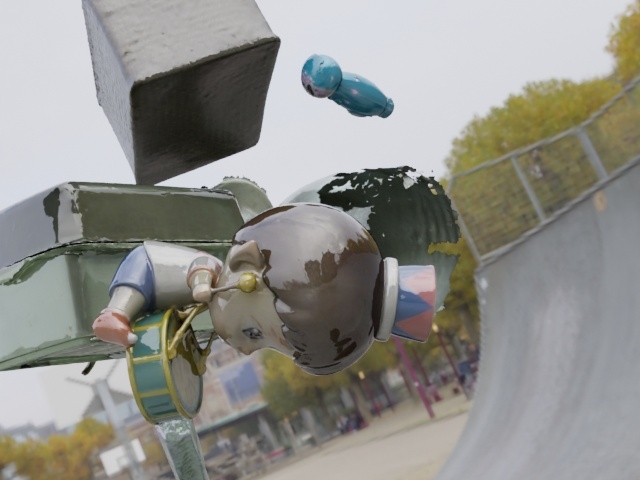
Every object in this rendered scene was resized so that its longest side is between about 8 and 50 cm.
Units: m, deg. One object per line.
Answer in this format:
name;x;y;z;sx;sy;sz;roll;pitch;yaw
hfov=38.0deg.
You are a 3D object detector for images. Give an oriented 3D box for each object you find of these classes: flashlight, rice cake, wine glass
flashlight;0.033;-0.173;1.059;0.129;0.051;0.051;17;-35;-36
rice cake;-0.161;0.237;1.086;0.040;0.085;0.226;-12;-34;-8
wine glass;0.000;0.004;1.153;0.357;0.190;0.190;0;10;45

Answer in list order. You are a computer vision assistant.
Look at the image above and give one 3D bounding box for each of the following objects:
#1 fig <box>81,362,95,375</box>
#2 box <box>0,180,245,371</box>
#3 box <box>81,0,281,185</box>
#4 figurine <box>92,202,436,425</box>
fig;-0.318;0.125;1.236;0.082;0.084;0.098;3;-33;26
box;-0.213;0.039;0.999;0.220;0.166;0.290;-17;-11;38
box;-0.165;-0.201;1.112;0.184;0.143;0.273;-24;-16;-17
figurine;-0.040;0.055;0.781;0.275;0.158;0.161;-14;-15;11
